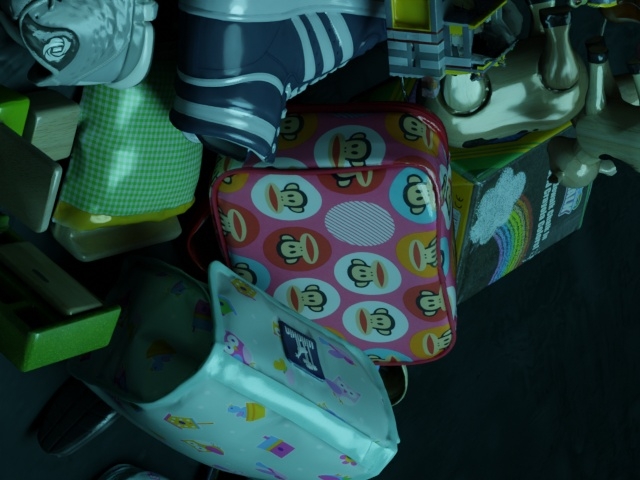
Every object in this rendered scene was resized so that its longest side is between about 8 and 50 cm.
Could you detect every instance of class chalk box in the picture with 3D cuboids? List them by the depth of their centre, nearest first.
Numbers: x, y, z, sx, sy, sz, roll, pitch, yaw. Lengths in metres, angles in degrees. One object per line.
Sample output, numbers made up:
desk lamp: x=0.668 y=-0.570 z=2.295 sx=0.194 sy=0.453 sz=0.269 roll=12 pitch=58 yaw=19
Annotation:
chalk box: x=0.180 y=-0.092 z=2.013 sx=0.289 sy=0.179 sz=0.180 roll=-30 pitch=143 yaw=-38

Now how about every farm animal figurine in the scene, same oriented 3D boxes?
farm animal figurine: x=0.235 y=-0.143 z=1.794 sx=0.330 sy=0.326 sz=0.172 roll=-67 pitch=152 yaw=-60

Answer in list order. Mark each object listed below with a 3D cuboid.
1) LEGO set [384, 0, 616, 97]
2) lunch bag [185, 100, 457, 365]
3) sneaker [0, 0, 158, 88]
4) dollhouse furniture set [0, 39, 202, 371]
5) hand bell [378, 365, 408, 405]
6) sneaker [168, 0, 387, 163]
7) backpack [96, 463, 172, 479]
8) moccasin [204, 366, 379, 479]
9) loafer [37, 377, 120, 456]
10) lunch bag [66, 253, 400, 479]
LEGO set: x=0.193 y=-0.235 z=1.624 sx=0.331 sy=0.255 sz=0.192 roll=-53 pitch=143 yaw=-58
lunch bag: x=0.000 y=0.000 z=1.814 sx=0.293 sy=0.258 sz=0.120 roll=82 pitch=9 yaw=-47
sneaker: x=-0.188 y=-0.216 z=1.442 sx=0.132 sy=0.086 sz=0.229 roll=-10 pitch=120 yaw=-32
dollhouse furniture set: x=-0.163 y=-0.043 z=1.586 sx=0.301 sy=0.151 sz=0.198 roll=-17 pitch=134 yaw=-48
hand bell: x=0.108 y=0.073 z=2.181 sx=0.242 sy=0.126 sz=0.126 roll=-44 pitch=152 yaw=-39
sneaker: x=-0.029 y=-0.149 z=1.618 sx=0.282 sy=0.099 sz=0.153 roll=-7 pitch=109 yaw=-53
backpack: x=-0.181 y=0.316 z=1.982 sx=0.152 sy=0.115 sz=0.182 roll=-59 pitch=152 yaw=-15
moccasin: x=-0.028 y=0.169 z=2.028 sx=0.116 sy=0.137 sz=0.342 roll=-11 pitch=129 yaw=-45
loafer: x=-0.203 y=0.150 z=1.830 sx=0.170 sy=0.062 sz=0.061 roll=-44 pitch=154 yaw=-15
lunch bag: x=-0.072 y=0.127 z=1.708 sx=0.223 sy=0.262 sz=0.160 roll=34 pitch=77 yaw=-28
